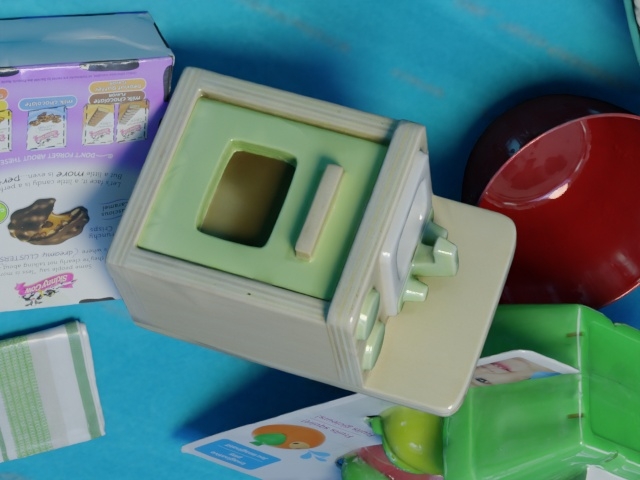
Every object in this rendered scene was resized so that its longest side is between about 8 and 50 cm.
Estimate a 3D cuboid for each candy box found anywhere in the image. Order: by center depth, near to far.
[{"bbox_3d":[-0.192,-0.049,1.337,0.165,0.070,0.196,-5,126,-19],"label":"candy box"}]

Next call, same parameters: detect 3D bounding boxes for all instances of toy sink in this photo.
[{"bbox_3d":[0.000,0.000,1.303,0.234,0.153,0.131,17,159,12],"label":"toy sink"}]

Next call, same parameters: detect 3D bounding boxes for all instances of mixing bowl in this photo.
[{"bbox_3d":[0.174,-0.041,1.476,0.181,0.098,0.181,-12,128,-15],"label":"mixing bowl"}]

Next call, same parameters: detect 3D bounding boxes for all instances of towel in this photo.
[{"bbox_3d":[-0.242,0.119,1.477,0.152,0.023,0.113,-13,126,-10],"label":"towel"}]

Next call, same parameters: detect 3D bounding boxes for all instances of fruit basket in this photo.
[{"bbox_3d":[0.126,0.174,1.518,0.353,0.165,0.327,-26,144,37],"label":"fruit basket"}]

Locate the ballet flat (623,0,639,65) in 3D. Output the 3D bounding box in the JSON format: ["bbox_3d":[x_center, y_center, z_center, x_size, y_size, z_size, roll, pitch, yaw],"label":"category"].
[{"bbox_3d":[0.329,-0.072,1.409,0.147,0.147,0.409,-23,115,-5],"label":"ballet flat"}]
